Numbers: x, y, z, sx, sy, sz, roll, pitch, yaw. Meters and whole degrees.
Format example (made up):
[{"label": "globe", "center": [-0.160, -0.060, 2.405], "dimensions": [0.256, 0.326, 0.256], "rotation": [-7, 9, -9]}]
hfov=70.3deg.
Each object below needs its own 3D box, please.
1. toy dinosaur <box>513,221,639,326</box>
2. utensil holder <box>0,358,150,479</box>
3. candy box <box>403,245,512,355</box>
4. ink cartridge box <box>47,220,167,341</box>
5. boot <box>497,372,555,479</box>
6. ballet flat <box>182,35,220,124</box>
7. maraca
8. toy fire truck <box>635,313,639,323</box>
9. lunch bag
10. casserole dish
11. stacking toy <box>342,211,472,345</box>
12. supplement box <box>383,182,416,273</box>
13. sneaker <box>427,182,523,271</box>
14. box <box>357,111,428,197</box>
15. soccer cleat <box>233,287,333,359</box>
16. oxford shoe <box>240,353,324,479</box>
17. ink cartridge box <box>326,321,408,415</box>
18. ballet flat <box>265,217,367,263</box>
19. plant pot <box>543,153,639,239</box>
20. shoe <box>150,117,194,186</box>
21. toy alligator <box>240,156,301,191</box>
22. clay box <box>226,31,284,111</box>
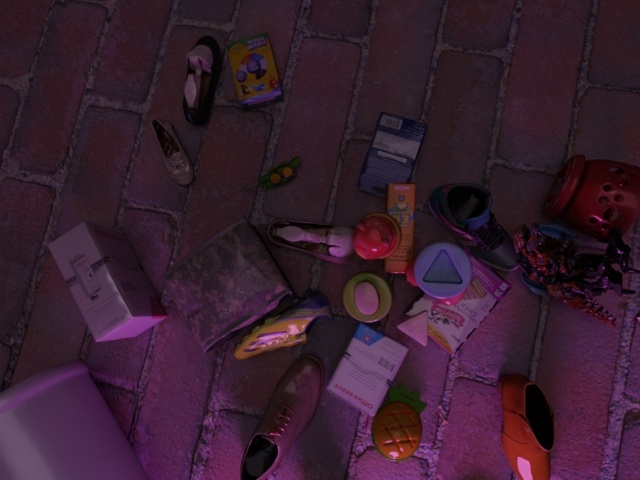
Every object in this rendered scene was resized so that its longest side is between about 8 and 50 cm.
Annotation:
[{"label": "toy dinosaur", "center": [0.605, 0.072, 1.080], "dimensions": [0.321, 0.218, 0.165], "rotation": [29, 58, -21]}, {"label": "utensil holder", "center": [-0.636, 0.544, 1.101], "dimensions": [0.327, 0.327, 0.386], "rotation": [-36, 84, 0]}, {"label": "candy box", "center": [0.349, 0.153, 1.170], "dimensions": [0.159, 0.071, 0.233], "rotation": [40, 89, 10]}, {"label": "ink cartridge box", "center": [-0.551, 0.110, 1.199], "dimensions": [0.117, 0.207, 0.283], "rotation": [-32, 80, -1]}, {"label": "boot", "center": [0.487, 0.459, 1.047], "dimensions": [0.103, 0.211, 0.296], "rotation": [-14, 82, 5]}, {"label": "ballet flat", "center": [-0.344, -0.475, 1.308], "dimensions": [0.095, 0.096, 0.281], "rotation": [3, 83, 6]}, {"label": "maraca", "center": [0.197, 0.454, 1.139], "dimensions": [0.127, 0.099, 0.186], "rotation": [25, 60, 5]}, {"label": "toy fire truck", "center": [0.876, 0.090, 1.102], "dimensions": [0.246, 0.158, 0.217], "rotation": [-39, 81, -11]}, {"label": "lunch bag", "center": [-0.243, 0.120, 1.187], "dimensions": [0.286, 0.169, 0.235], "rotation": [-33, 81, -4]}, {"label": "casserole dish", "center": [0.586, 0.050, 1.178], "dimensions": [0.114, 0.037, 0.189], "rotation": [20, 84, 8]}, {"label": "stacking toy", "center": [0.189, 0.097, 1.085], "dimensions": [0.308, 0.130, 0.280], "rotation": [22, 96, 13]}, {"label": "supplement box", "center": [0.205, -0.033, 1.188], "dimensions": [0.077, 0.080, 0.234], "rotation": [1, 91, 7]}, {"label": "sneaker", "center": [0.402, -0.041, 1.135], "dimensions": [0.295, 0.178, 0.124], "rotation": [41, 89, 9]}, {"label": "box", "center": [0.195, -0.228, 1.251], "dimensions": [0.136, 0.036, 0.226], "rotation": [19, 86, 8]}, {"label": "soccer cleat", "center": [-0.097, 0.243, 1.196], "dimensions": [0.289, 0.093, 0.121], "rotation": [-35, 88, 1]}, {"label": "oxford shoe", "center": [-0.091, 0.456, 1.146], "dimensions": [0.122, 0.130, 0.349], "rotation": [25, 86, 8]}, {"label": "ink cartridge box", "center": [0.120, 0.324, 1.167], "dimensions": [0.139, 0.082, 0.191], "rotation": [28, 88, 9]}, {"label": "ballet flat", "center": [0.000, 0.000, 1.208], "dimensions": [0.315, 0.106, 0.108], "rotation": [6, 83, 6]}, {"label": "plant pot", "center": [0.667, -0.113, 1.115], "dimensions": [0.173, 0.191, 0.191], "rotation": [25, 86, 13]}, {"label": "shoe", "center": [-0.431, -0.256, 1.307], "dimensions": [0.076, 0.058, 0.219], "rotation": [-27, 81, 2]}, {"label": "toy alligator", "center": [-0.130, -0.169, 1.273], "dimensions": [0.189, 0.056, 0.051], "rotation": [-30, 121, 1]}, {"label": "clay box", "center": [-0.192, -0.500, 1.317], "dimensions": [0.127, 0.053, 0.222], "rotation": [-15, 82, 3]}]
